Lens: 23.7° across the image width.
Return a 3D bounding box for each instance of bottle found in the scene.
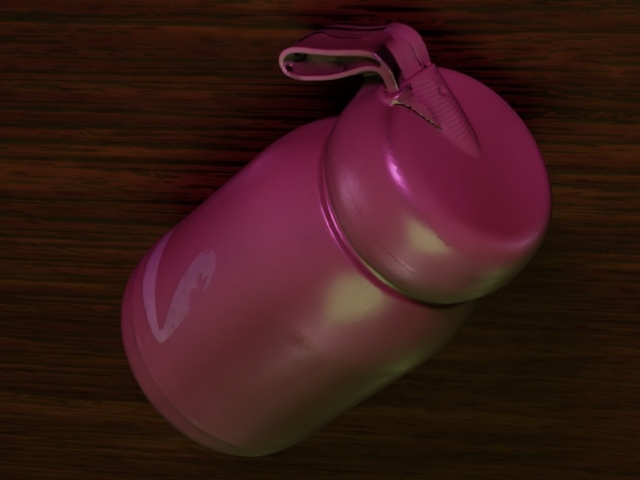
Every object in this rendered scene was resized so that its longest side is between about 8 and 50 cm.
[{"bbox_3d":[0.000,0.000,0.970,0.206,0.173,0.297,53,136,1],"label":"bottle"}]
